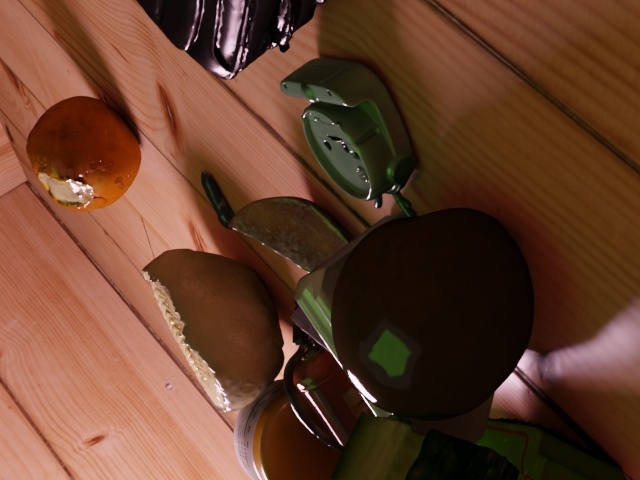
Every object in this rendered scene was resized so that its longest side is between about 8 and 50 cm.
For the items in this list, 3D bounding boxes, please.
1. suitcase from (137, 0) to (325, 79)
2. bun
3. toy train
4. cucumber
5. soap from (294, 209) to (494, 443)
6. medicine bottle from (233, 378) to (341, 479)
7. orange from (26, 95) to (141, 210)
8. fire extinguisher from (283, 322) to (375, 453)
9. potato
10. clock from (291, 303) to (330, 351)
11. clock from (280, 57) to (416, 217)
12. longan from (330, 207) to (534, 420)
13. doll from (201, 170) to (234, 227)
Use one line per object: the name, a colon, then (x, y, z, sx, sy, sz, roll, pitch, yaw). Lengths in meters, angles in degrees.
suitcase: (-0.123, -0.358, 1.049, 0.339, 0.188, 0.345, 46, 159, 8)
bun: (-0.193, 0.159, 2.064, 0.364, 0.202, 0.364, 54, 166, 20)
toy train: (0.238, 0.351, 1.278, 0.173, 0.248, 0.307, 29, 166, -15)
cucumber: (0.118, 0.271, 1.154, 0.191, 0.130, 0.191, 30, 166, 8)
soap: (0.113, 0.125, 1.300, 0.289, 0.173, 0.095, 56, 161, -5)
medicine bottle: (-0.034, 0.393, 2.031, 0.238, 0.238, 0.232, 57, 162, -8)
orange: (-0.496, -0.182, 2.163, 0.240, 0.240, 0.240, 46, 160, 22)
fire extinguisher: (0.043, 0.304, 1.838, 0.376, 0.113, 0.200, 58, -173, -10)
potato: (0.003, -0.001, 1.528, 0.261, 0.100, 0.120, 31, -165, 17)
clock: (0.065, 0.146, 1.520, 0.193, 0.073, 0.145, 38, -174, 39)
clock: (0.045, -0.113, 1.220, 0.159, 0.066, 0.211, 21, 143, 60)
longan: (0.122, 0.071, 1.127, 0.248, 0.248, 0.248, 46, 160, 22)
doll: (-0.192, -0.076, 1.924, 0.037, 0.027, 0.125, 21, 139, 58)
